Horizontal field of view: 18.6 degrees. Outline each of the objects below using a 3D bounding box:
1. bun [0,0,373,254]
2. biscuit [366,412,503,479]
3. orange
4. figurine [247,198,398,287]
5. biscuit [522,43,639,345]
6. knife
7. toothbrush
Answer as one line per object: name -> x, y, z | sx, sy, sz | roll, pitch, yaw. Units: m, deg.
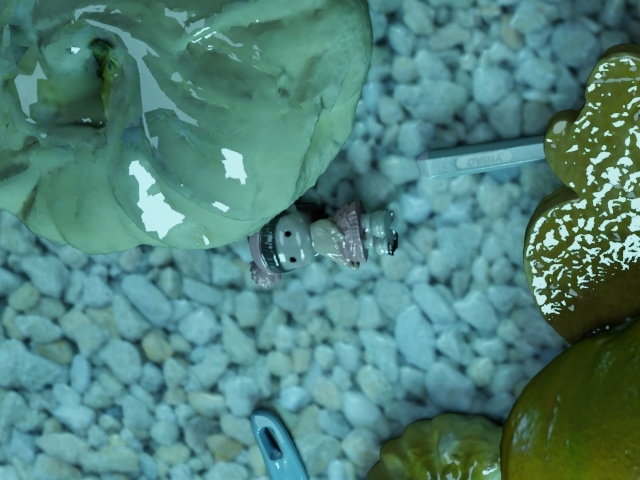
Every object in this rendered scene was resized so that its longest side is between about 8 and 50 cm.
bun -> -0.143, -0.137, 1.512 | 0.359, 0.211, 0.360 | 8, 119, 15
biscuit -> 0.095, 0.215, 1.657 | 0.118, 0.061, 0.183 | 43, 117, 2
orange -> 0.292, 0.181, 1.538 | 0.310, 0.274, 0.274 | -2, 110, 48
figurine -> 0.000, 0.000, 1.620 | 0.129, 0.054, 0.072 | -5, 122, 13
biscuit -> 0.254, -0.021, 1.504 | 0.202, 0.044, 0.289 | 3, 121, 15
knife -> 0.009, 0.286, 1.738 | 0.044, 0.019, 0.313 | -17, 105, 21
toothbrush -> 0.238, -0.080, 1.518 | 0.342, 0.030, 0.025 | -7, 103, 22
